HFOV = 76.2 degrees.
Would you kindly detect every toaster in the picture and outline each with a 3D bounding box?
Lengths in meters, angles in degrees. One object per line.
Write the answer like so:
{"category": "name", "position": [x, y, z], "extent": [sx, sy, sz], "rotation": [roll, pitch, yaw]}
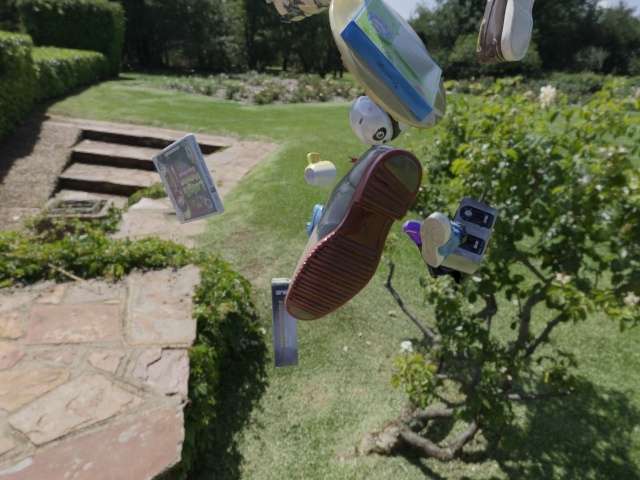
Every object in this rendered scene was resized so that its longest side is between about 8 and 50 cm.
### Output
{"category": "toaster", "position": [0.405, -0.004, 1.143], "extent": [0.110, 0.168, 0.186], "rotation": [21, -14, 15]}

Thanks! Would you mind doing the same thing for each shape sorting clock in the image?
{"category": "shape sorting clock", "position": [0.092, -0.235, 0.527], "extent": [0.040, 0.206, 0.206], "rotation": [-32, -5, 42]}

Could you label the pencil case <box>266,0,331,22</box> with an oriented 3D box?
{"category": "pencil case", "position": [0.017, -0.790, 1.246], "extent": [0.410, 0.160, 0.183], "rotation": [14, 47, 44]}

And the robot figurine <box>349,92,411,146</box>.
{"category": "robot figurine", "position": [0.224, -0.410, 1.268], "extent": [0.278, 0.209, 0.173], "rotation": [-36, 30, -9]}

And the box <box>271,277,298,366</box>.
{"category": "box", "position": [-0.092, 0.191, 1.015], "extent": [0.056, 0.183, 0.231], "rotation": [-2, 0, -6]}

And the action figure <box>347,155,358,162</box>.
{"category": "action figure", "position": [0.146, -0.170, 1.336], "extent": [0.139, 0.280, 0.091], "rotation": [4, -15, -5]}

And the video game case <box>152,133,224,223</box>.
{"category": "video game case", "position": [-0.301, -0.129, 0.915], "extent": [0.190, 0.173, 0.022], "rotation": [-8, 17, 46]}

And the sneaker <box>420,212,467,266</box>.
{"category": "sneaker", "position": [0.231, -0.019, 0.752], "extent": [0.084, 0.152, 0.058], "rotation": [-41, 57, -16]}

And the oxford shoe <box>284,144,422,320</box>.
{"category": "oxford shoe", "position": [0.046, -0.012, 0.731], "extent": [0.123, 0.348, 0.130], "rotation": [30, 12, -25]}

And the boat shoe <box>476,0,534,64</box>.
{"category": "boat shoe", "position": [0.436, -0.569, 0.933], "extent": [0.116, 0.324, 0.096], "rotation": [8, 4, -37]}

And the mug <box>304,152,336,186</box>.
{"category": "mug", "position": [-0.010, -0.162, 0.970], "extent": [0.064, 0.062, 0.078], "rotation": [-15, 56, -49]}

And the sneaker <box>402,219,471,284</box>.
{"category": "sneaker", "position": [0.394, 0.049, 1.384], "extent": [0.293, 0.146, 0.102], "rotation": [32, -17, -3]}

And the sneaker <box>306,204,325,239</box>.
{"category": "sneaker", "position": [0.000, 0.000, 1.065], "extent": [0.069, 0.209, 0.082], "rotation": [-25, 50, -35]}
